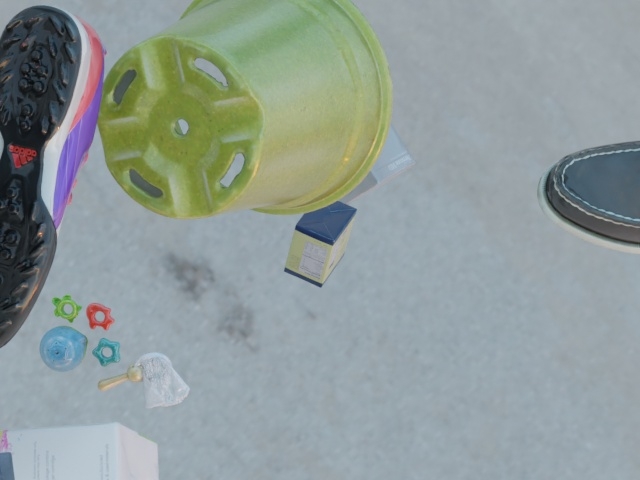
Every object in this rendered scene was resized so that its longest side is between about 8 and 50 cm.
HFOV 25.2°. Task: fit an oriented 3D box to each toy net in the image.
[{"bbox_3d":[-0.293,0.164,2.089,0.232,0.122,0.045,21,6,2],"label":"toy net"}]

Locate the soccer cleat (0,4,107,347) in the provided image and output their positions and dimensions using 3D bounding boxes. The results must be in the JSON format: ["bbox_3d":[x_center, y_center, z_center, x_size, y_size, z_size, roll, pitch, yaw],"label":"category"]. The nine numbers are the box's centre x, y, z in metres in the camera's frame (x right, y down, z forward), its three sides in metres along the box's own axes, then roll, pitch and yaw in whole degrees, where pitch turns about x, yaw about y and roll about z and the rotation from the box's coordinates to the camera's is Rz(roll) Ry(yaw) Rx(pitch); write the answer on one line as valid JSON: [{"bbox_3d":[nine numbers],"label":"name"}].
[{"bbox_3d":[-0.261,-0.051,1.309,0.109,0.318,0.116,14,1,16],"label":"soccer cleat"}]

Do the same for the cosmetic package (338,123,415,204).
[{"bbox_3d":[0.031,-0.183,2.274,0.238,0.107,0.127,55,39,1],"label":"cosmetic package"}]

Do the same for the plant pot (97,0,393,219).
[{"bbox_3d":[-0.095,-0.134,1.480,0.276,0.276,0.254,48,25,4],"label":"plant pot"}]

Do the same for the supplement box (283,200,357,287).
[{"bbox_3d":[0.000,0.000,1.876,0.056,0.083,0.083,24,40,11],"label":"supplement box"}]

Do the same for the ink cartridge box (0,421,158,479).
[{"bbox_3d":[-0.395,0.306,1.775,0.207,0.354,0.119,63,23,-73],"label":"ink cartridge box"}]

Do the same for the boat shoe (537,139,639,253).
[{"bbox_3d":[0.265,-0.034,0.974,0.228,0.068,0.081,5,71,-2],"label":"boat shoe"}]
